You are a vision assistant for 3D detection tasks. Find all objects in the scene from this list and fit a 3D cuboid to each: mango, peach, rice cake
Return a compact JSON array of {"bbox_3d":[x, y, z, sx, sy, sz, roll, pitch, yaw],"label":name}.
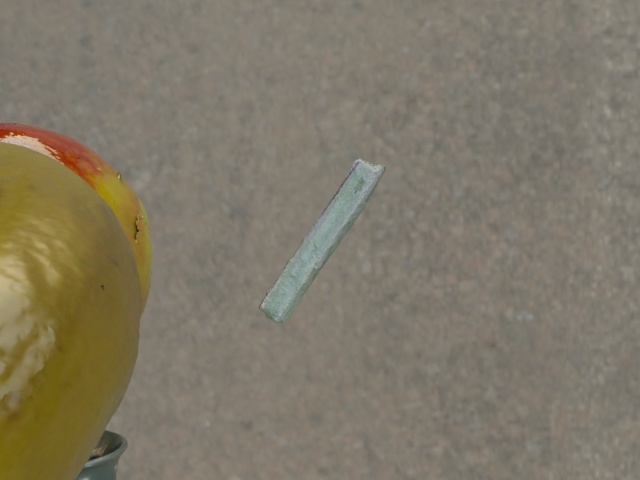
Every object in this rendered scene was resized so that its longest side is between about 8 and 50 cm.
[{"bbox_3d":[-0.181,0.043,0.671,0.195,0.142,0.332,2,28,10],"label":"mango"},{"bbox_3d":[-0.409,0.015,1.842,0.370,0.370,0.370,-5,54,7],"label":"peach"},{"bbox_3d":[0.001,0.000,1.453,0.033,0.033,0.208,38,106,14],"label":"rice cake"}]

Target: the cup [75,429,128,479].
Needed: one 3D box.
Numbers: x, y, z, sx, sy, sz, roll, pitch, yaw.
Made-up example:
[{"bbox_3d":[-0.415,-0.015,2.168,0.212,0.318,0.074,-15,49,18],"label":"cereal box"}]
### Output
[{"bbox_3d":[-0.357,0.353,1.885,0.199,0.199,0.150,-2,97,9],"label":"cup"}]
